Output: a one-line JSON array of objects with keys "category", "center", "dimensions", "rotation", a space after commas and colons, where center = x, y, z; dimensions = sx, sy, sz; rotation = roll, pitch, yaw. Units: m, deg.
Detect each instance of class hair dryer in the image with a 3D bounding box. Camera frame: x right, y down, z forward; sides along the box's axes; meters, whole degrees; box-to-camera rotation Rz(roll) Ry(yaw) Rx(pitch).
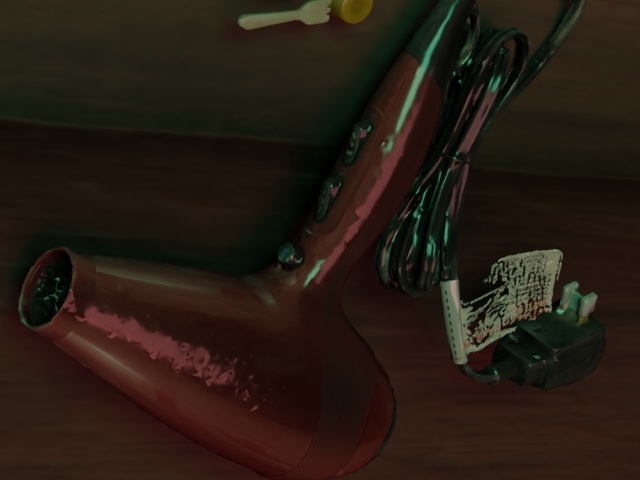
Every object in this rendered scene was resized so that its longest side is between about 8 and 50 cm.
[{"category": "hair dryer", "center": [0.000, 0.000, 0.815], "dimensions": [0.294, 0.080, 0.223], "rotation": [-21, 113, -30]}]

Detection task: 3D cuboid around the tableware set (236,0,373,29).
[{"category": "tableware set", "center": [0.012, -0.160, 0.736], "dimensions": [0.104, 0.024, 0.154], "rotation": [-10, 122, -34]}]
